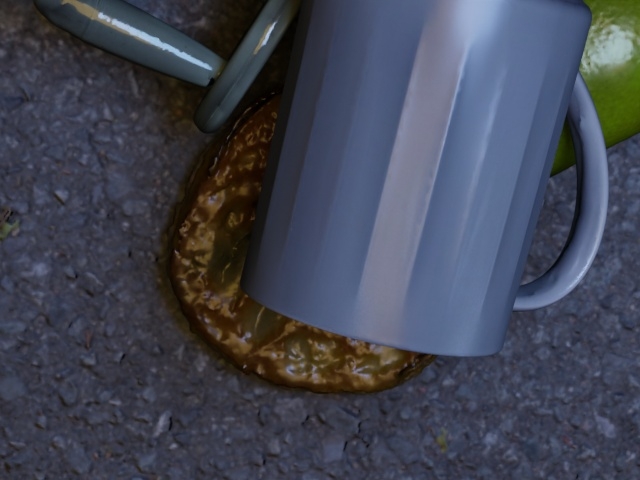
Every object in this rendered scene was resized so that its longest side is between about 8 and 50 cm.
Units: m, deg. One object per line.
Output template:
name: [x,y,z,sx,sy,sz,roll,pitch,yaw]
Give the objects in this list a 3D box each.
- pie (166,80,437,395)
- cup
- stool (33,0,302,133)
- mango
pie: [0.000,0.000,1.514,0.315,0.092,0.315,0,100,0]
cup: [0.117,-0.084,1.355,0.323,0.237,0.326,10,99,-26]
stool: [-0.122,-0.227,1.424,0.199,0.195,0.195,35,92,-6]
mango: [0.230,-0.170,1.498,0.273,0.149,0.185,-29,99,8]
